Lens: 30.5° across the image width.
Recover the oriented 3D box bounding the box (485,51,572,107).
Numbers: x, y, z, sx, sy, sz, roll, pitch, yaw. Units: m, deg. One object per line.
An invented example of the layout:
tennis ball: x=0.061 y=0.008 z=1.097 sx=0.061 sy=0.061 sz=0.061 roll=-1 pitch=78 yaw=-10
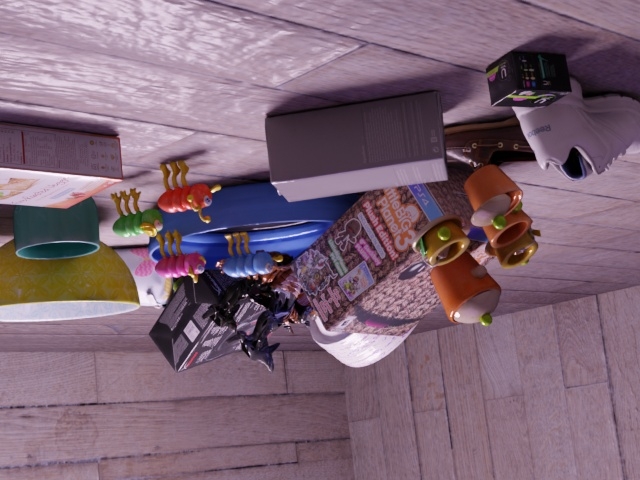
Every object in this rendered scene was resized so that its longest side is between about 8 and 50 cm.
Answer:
box: x=0.259 y=-0.199 z=1.461 sx=0.083 sy=0.052 sz=0.062 roll=-2 pitch=168 yaw=-25

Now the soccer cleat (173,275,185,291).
soccer cleat: x=-0.272 y=0.044 z=2.364 sx=0.060 sy=0.072 sz=0.179 roll=-11 pitch=150 yaw=-26

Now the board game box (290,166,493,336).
board game box: x=0.140 y=0.017 z=1.957 sx=0.291 sy=0.141 sz=0.232 roll=-44 pitch=151 yaw=26

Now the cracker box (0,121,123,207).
cracker box: x=-0.403 y=-0.098 z=1.561 sx=0.232 sy=0.067 sz=0.156 roll=4 pitch=164 yaw=-41

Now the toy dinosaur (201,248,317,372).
toy dinosaur: x=-0.095 y=0.089 z=2.103 sx=0.322 sy=0.218 sz=0.164 roll=36 pitch=-175 yaw=-35

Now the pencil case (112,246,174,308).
pencil case: x=-0.420 y=0.081 z=2.294 sx=0.273 sy=0.124 sz=0.113 roll=-3 pitch=168 yaw=-14

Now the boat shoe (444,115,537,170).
boat shoe: x=0.246 y=-0.136 z=1.720 sx=0.207 sy=0.073 sz=0.073 roll=-9 pitch=169 yaw=18

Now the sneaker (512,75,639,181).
sneaker: x=0.363 y=-0.139 z=1.623 sx=0.297 sy=0.129 sz=0.111 roll=3 pitch=163 yaw=-45

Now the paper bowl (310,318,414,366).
paper bowl: x=0.087 y=0.098 z=2.337 sx=0.148 sy=0.284 sz=0.284 roll=40 pitch=147 yaw=-21

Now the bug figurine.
bug figurine: x=-0.200 y=-0.006 z=1.833 sx=0.216 sy=0.072 sz=0.279 roll=-10 pitch=142 yaw=27

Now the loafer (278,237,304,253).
loafer: x=0.000 y=0.000 z=2.288 sx=0.170 sy=0.062 sz=0.061 roll=-3 pitch=173 yaw=-10

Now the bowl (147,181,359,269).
bowl: x=-0.109 y=-0.024 z=2.065 sx=0.391 sy=0.077 sz=0.391 roll=-6 pitch=169 yaw=-1

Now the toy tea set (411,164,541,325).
toy tea set: x=0.254 y=0.023 z=1.780 sx=0.200 sy=0.124 sz=0.336 roll=-32 pitch=153 yaw=2

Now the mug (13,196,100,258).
mug: x=-0.414 y=-0.028 z=1.822 sx=0.129 sy=0.097 sz=0.158 roll=-1 pitch=168 yaw=-29

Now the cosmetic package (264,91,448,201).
cosmetic package: x=0.052 y=-0.124 z=1.601 sx=0.238 sy=0.107 sz=0.127 roll=-5 pitch=169 yaw=6

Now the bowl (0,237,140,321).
bowl: x=-0.457 y=0.047 z=2.007 sx=0.290 sy=0.156 sz=0.289 roll=-4 pitch=172 yaw=-1

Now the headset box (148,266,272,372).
headset box: x=-0.168 y=0.128 z=2.355 sx=0.293 sy=0.110 sz=0.218 roll=-16 pitch=150 yaw=-47
